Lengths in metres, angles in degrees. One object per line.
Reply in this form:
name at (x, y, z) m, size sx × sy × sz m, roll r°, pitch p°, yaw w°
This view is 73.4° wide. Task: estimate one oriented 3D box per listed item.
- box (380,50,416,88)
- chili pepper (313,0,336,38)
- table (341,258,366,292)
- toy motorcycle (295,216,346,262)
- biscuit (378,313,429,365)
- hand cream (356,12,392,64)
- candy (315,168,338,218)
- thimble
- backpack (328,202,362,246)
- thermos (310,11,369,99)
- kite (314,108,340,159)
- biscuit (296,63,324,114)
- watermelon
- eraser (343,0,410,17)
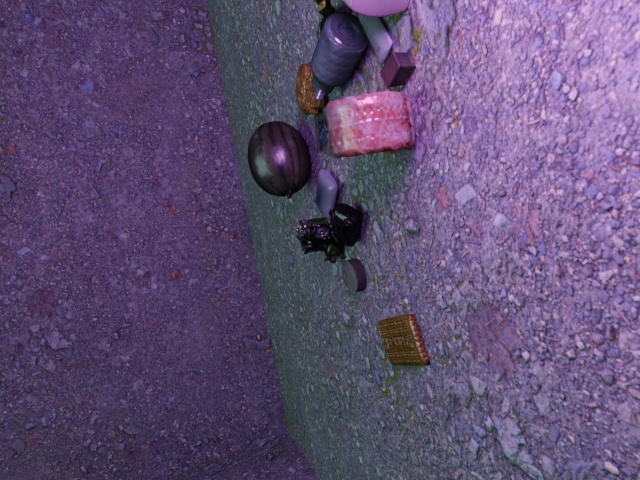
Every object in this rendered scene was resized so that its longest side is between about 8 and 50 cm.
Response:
box at (0.210, -0.461, 1.158) m, size 0.084 × 0.063 × 0.060 m, roll 120°, pitch 135°, yaw -62°
chili pepper at (0.016, -0.726, 1.373) m, size 0.359 × 0.077 × 0.084 m, roll -80°, pitch -5°, yaw -77°
table at (0.133, 0.140, 1.710) m, size 0.133 × 0.043 × 0.133 m, roll 168°, pitch 90°, yaw -69°
toy motorcycle at (0.000, 0.000, 1.752) m, size 0.275 × 0.205 × 0.127 m, roll 101°, pitch 155°, yaw -51°
biscuit at (0.278, 0.348, 1.480) m, size 0.254 × 0.029 × 0.172 m, roll 139°, pitch 117°, yaw -66°
hand cream at (0.146, -0.635, 1.252) m, size 0.079 × 0.048 × 0.255 m, roll 117°, pitch 134°, yaw -66°
candy at (0.025, -0.190, 1.762) m, size 0.138 × 0.071 × 0.174 m, roll -121°, pitch 29°, yaw -41°
thimble at (0.139, -0.314, 1.190) m, size 0.239 × 0.239 × 0.162 m, roll -162°, pitch 64°, yaw -66°
backpack at (0.100, -0.059, 1.603) m, size 0.120 × 0.106 × 0.165 m, roll 36°, pitch 156°, yaw 29°
thermos at (0.046, -0.600, 1.406) m, size 0.286 × 0.145 × 0.182 m, roll 138°, pitch 150°, yaw -67°
kite at (0.020, -0.456, 1.713) m, size 0.314 × 0.012 × 0.335 m, roll 126°, pitch 128°, yaw -63°
biscuit at (-0.050, -0.607, 1.748) m, size 0.288 × 0.044 × 0.202 m, roll -124°, pitch 31°, yaw -56°
watermelon at (-0.180, -0.350, 1.909) m, size 0.279 × 0.279 × 0.359 m, roll -28°, pitch 79°, yaw 68°
eraser at (0.103, -0.699, 1.143) m, size 0.094 × 0.174 × 0.270 m, roll 103°, pitch 148°, yaw -50°
